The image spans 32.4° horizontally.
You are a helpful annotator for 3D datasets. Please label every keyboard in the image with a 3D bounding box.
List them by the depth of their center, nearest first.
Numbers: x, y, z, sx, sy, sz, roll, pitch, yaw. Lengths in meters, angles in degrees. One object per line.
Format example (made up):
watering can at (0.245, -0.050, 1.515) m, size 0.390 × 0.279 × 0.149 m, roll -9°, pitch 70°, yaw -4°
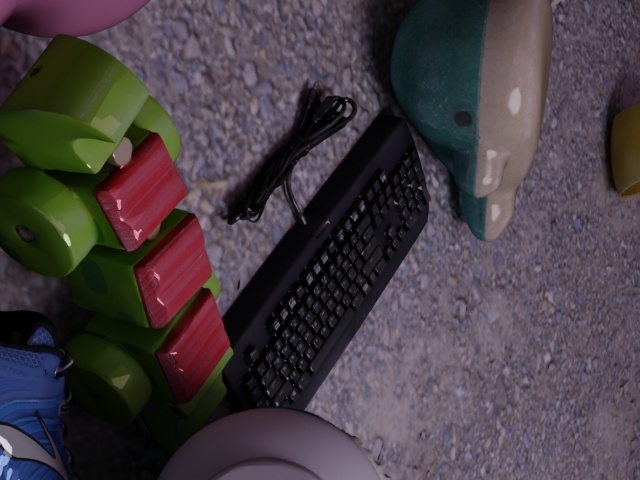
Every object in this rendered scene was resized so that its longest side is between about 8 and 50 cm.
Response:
keyboard at (0.000, 0.000, 0.920) m, size 0.317 × 0.033 × 0.201 m, roll -55°, pitch 130°, yaw -36°

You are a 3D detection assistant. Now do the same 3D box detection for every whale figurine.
whale figurine at (0.139, -0.123, 1.035) m, size 0.272 × 0.141 × 0.216 m, roll 82°, pitch 19°, yaw -50°

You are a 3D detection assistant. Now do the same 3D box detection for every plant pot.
plant pot at (0.419, -0.125, 1.385) m, size 0.134 × 0.134 × 0.095 m, roll -5°, pitch 69°, yaw -52°

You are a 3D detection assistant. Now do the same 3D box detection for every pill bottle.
pill bottle at (-0.031, 0.178, 0.696) m, size 0.264 × 0.146 × 0.146 m, roll 91°, pitch 7°, yaw -81°

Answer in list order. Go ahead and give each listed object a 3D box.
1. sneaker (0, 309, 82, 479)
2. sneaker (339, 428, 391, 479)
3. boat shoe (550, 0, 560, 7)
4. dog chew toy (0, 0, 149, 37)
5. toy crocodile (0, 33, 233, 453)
sneaker at (-0.176, 0.119, 0.622) m, size 0.147 × 0.130 × 0.330 m, roll -57°, pitch 132°, yaw -31°
sneaker at (0.034, 0.308, 0.881) m, size 0.146 × 0.102 × 0.293 m, roll -36°, pitch 93°, yaw -35°
boat shoe at (0.143, -0.358, 1.028) m, size 0.097 × 0.117 × 0.324 m, roll -36°, pitch 115°, yaw -40°
dog chew toy at (-0.140, -0.208, 0.611) m, size 0.332 × 0.207 × 0.206 m, roll -38°, pitch 120°, yaw -36°
toy crocodile at (-0.113, 0.019, 0.683) m, size 0.115 × 0.105 × 0.340 m, roll -53°, pitch 146°, yaw -36°
